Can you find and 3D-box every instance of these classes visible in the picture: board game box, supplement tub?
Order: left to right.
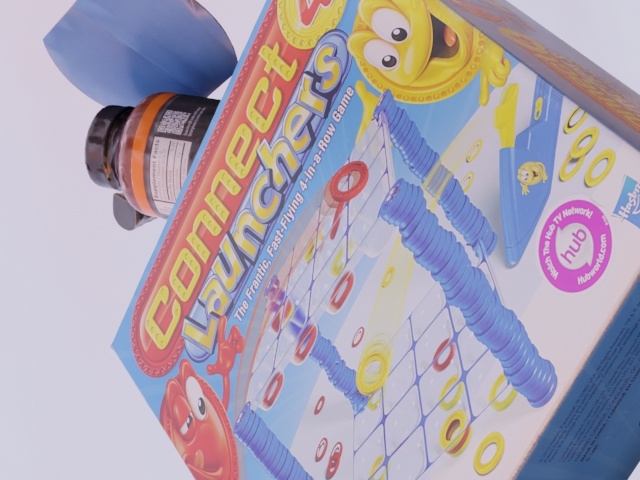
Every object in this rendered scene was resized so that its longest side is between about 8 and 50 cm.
[{"bbox_3d":[-0.143,-0.165,1.062,0.133,0.169,0.033,33,-129,-21],"label":"board game box"},{"bbox_3d":[-0.089,-0.063,1.042,0.106,0.198,0.106,11,-90,-68],"label":"supplement tub"},{"bbox_3d":[0.037,0.028,0.674,0.086,0.308,0.302,8,-152,-40],"label":"board game box"}]

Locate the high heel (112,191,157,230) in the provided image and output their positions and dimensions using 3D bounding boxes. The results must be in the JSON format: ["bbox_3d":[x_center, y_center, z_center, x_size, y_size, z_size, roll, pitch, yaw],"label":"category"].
[{"bbox_3d":[-0.127,-0.145,1.351,0.186,0.093,0.261,-28,-36,-45],"label":"high heel"}]
